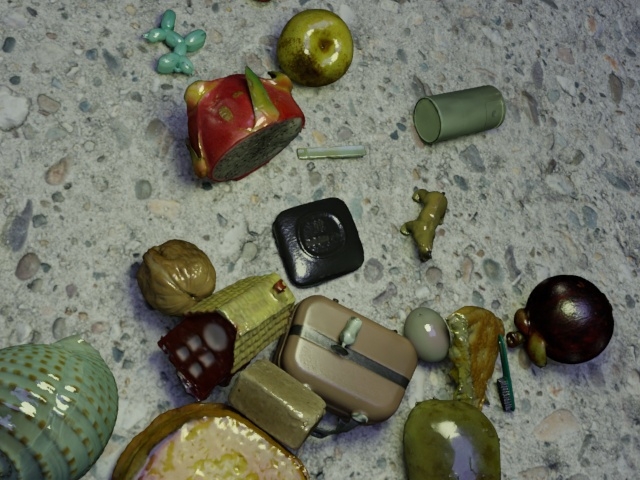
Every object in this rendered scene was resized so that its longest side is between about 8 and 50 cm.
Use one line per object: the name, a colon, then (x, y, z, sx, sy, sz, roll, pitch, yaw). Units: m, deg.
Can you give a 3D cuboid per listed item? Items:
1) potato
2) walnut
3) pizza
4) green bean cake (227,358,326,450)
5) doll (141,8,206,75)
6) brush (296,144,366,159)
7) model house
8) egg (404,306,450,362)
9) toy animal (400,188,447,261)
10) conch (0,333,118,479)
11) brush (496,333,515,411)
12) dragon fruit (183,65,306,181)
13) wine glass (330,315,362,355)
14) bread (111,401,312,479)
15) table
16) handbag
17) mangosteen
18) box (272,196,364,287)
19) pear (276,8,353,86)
potato: (0.284, 0.493, 1.532, 0.210, 0.173, 0.307, 0, 76, -4)
walnut: (-0.306, 0.074, 1.491, 0.155, 0.155, 0.184, -24, 37, -26)
pizza: (0.346, 0.292, 1.661, 0.280, 0.075, 0.288, 28, 70, -52)
green bean cake: (-0.085, 0.321, 1.407, 0.179, 0.085, 0.109, 33, 17, 14)
doll: (-0.355, -0.474, 1.742, 0.159, 0.059, 0.158, 38, 60, -4)
brush: (0.027, -0.223, 1.803, 0.178, 0.030, 0.033, -4, 78, -10)
model house: (-0.175, 0.171, 1.421, 0.160, 0.254, 0.196, 50, 37, 8)
egg: (0.251, 0.223, 1.666, 0.103, 0.103, 0.135, -17, 80, -25)
toy animal: (0.268, -0.041, 1.777, 0.103, 0.101, 0.219, 30, 63, -9)
conch: (-0.513, 0.312, 1.301, 0.303, 0.215, 0.319, 44, 62, -11)
brush: (0.436, 0.320, 1.702, 0.032, 0.043, 0.193, -13, 97, -5)
dragon fruit: (-0.182, -0.274, 1.612, 0.290, 0.290, 0.189, -25, 79, -26)
wine glass: (0.056, 0.198, 1.485, 0.039, 0.042, 0.083, 56, 50, -36)
bread: (-0.210, 0.499, 1.333, 0.398, 0.215, 0.398, 5, 70, -12)
table: (0.375, -0.343, 1.918, 0.220, 0.126, 0.126, -16, 76, -25)
handbag: (0.039, 0.292, 1.541, 0.302, 0.149, 0.283, 29, 65, -9)
mangosteen: (0.582, 0.203, 1.744, 0.265, 0.228, 0.228, -23, 77, 5)
box: (0.000, 0.000, 1.696, 0.212, 0.042, 0.201, -15, 74, -25)
pear: (-0.017, -0.488, 1.805, 0.197, 0.197, 0.197, 7, 68, -17)
